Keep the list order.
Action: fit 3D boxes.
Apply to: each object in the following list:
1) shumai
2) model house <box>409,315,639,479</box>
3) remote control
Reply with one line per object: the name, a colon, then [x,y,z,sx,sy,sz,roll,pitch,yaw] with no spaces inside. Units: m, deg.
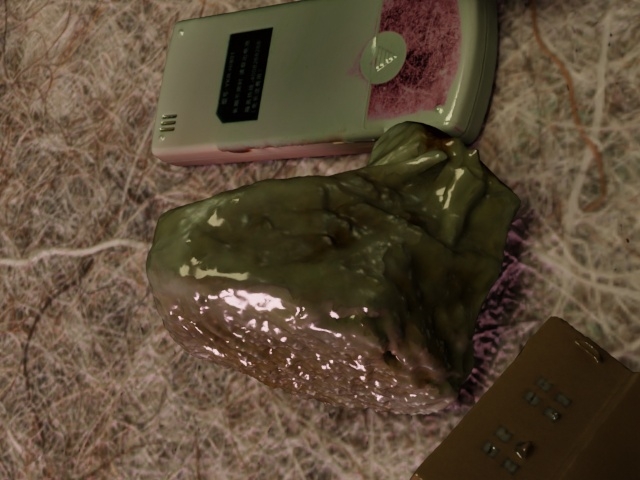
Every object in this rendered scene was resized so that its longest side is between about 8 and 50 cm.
shumai: [0.000,0.000,0.929,0.225,0.260,0.222,147,136,-63]
model house: [0.174,0.213,0.791,0.248,0.181,0.176,40,143,13]
remote control: [-0.005,-0.144,1.090,0.344,0.050,0.145,0,74,36]
